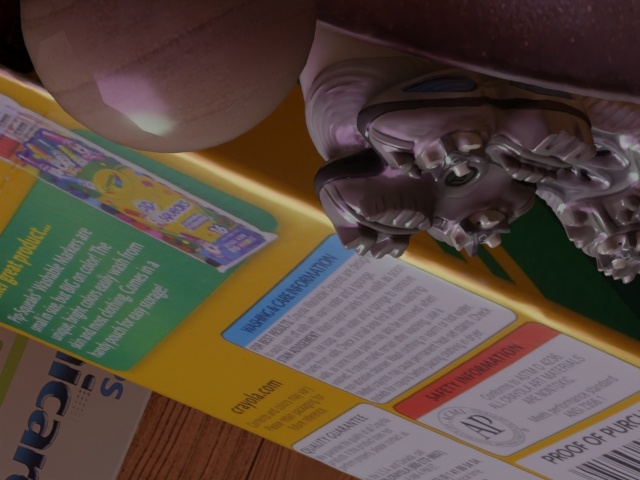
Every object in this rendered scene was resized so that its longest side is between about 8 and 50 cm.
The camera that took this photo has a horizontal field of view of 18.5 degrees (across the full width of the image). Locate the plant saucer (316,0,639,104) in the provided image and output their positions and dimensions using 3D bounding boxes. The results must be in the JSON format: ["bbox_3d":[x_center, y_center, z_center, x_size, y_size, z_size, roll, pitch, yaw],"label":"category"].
[{"bbox_3d":[-0.037,-0.104,0.317,0.311,0.050,0.310,24,174,3],"label":"plant saucer"}]

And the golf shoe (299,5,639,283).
[{"bbox_3d":[0.068,-0.039,0.516,0.176,0.069,0.086,9,-132,-40],"label":"golf shoe"}]

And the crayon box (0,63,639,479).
[{"bbox_3d":[0.000,0.000,0.663,0.323,0.083,0.203,24,155,-12],"label":"crayon box"}]

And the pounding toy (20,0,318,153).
[{"bbox_3d":[-0.137,-0.057,0.358,0.237,0.110,0.183,26,174,-26],"label":"pounding toy"}]

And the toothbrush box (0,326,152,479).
[{"bbox_3d":[-0.229,0.052,0.843,0.283,0.206,0.122,25,173,-20],"label":"toothbrush box"}]

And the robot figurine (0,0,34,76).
[{"bbox_3d":[-0.182,-0.093,0.781,0.211,0.085,0.291,17,171,40],"label":"robot figurine"}]
